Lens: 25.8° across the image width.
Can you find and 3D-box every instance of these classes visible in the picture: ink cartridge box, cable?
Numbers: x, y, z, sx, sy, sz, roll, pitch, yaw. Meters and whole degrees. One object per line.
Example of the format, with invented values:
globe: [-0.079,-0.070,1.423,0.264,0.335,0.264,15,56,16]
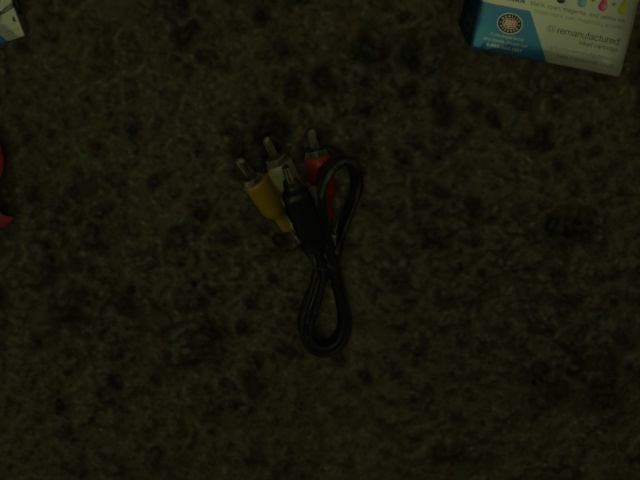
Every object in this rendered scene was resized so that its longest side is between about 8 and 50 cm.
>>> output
ink cartridge box: [-0.379,-0.273,1.633,0.048,0.028,0.083,-17,106,7]
ink cartridge box: [0.262,-0.320,1.524,0.171,0.168,0.233,11,107,-1]
cable: [0.000,0.000,1.710,0.139,0.072,0.287,-22,119,-9]

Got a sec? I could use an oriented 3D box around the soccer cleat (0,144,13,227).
soccer cleat: [-0.420,-0.127,1.665,0.095,0.083,0.248,-8,104,-27]
